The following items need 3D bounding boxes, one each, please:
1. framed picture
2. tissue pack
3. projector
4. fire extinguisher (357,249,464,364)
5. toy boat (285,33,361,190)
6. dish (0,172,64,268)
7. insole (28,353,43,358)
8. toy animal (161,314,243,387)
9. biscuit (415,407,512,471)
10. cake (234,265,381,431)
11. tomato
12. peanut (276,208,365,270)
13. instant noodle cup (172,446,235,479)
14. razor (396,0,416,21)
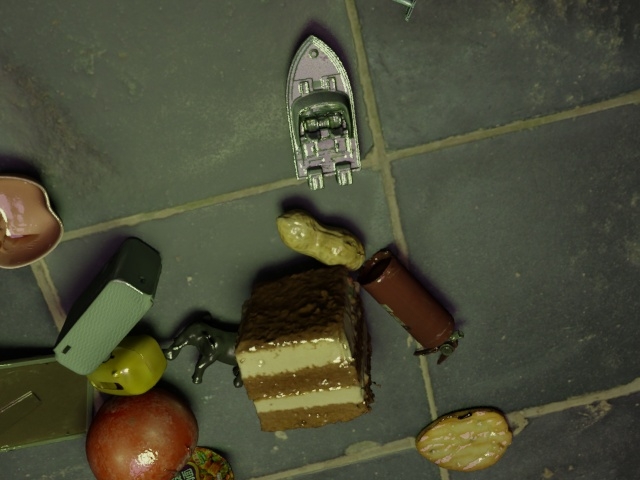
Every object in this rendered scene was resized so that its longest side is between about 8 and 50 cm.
[{"bbox_3d":[-0.694,0.380,1.790,0.335,0.022,0.247,-5,116,-30],"label":"framed picture"},{"bbox_3d":[-0.450,0.286,1.755,0.178,0.127,0.123,-3,123,36],"label":"tissue pack"},{"bbox_3d":[-0.455,0.142,1.681,0.108,0.198,0.250,36,108,-19],"label":"projector"},{"bbox_3d":[0.215,0.177,1.827,0.147,0.106,0.337,-28,117,35],"label":"fire extinguisher"},{"bbox_3d":[0.001,-0.264,1.596,0.141,0.092,0.320,-10,115,-3],"label":"toy boat"},{"bbox_3d":[-0.646,-0.055,1.630,0.213,0.090,0.213,-3,115,-7],"label":"dish"},{"bbox_3d":[-0.635,0.367,1.876,0.080,0.003,0.232,-25,115,6],"label":"insole"},{"bbox_3d":[-0.247,0.256,1.817,0.245,0.114,0.146,7,123,-33],"label":"toy animal"},{"bbox_3d":[0.376,0.523,2.036,0.260,0.041,0.203,-3,118,-4],"label":"biscuit"},{"bbox_3d":[-0.033,0.238,1.708,0.282,0.256,0.290,-11,123,12],"label":"cake"},{"bbox_3d":[-0.421,0.467,1.807,0.264,0.265,0.265,-2,115,-5],"label":"tomato"},{"bbox_3d":[0.000,0.000,1.713,0.229,0.098,0.103,24,136,-18],"label":"peanut"},{"bbox_3d":[-0.324,0.675,1.935,0.251,0.251,0.190,-7,125,-2],"label":"instant noodle cup"},{"bbox_3d":[0.126,-0.492,1.537,0.135,0.040,0.068,20,111,-7],"label":"razor"}]
